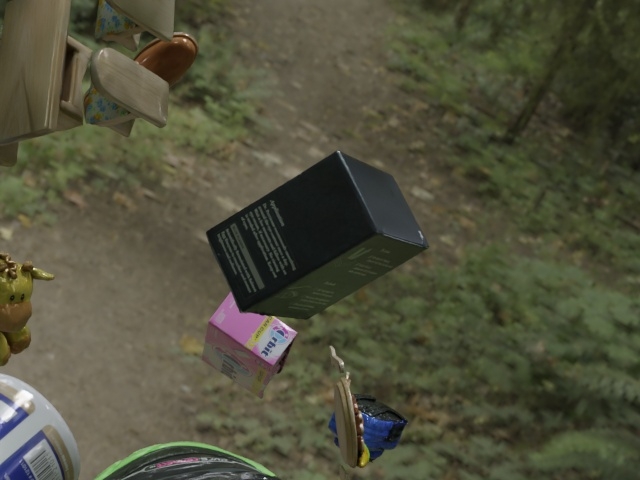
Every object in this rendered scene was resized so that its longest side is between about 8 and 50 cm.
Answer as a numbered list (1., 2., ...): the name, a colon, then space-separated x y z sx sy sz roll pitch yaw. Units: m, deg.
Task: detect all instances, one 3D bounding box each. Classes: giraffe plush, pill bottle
1. giraffe plush: -0.497 0.088 1.880 0.181 0.170 0.210 -39 107 -49
2. pill bottle: -0.362 0.254 1.148 0.153 0.153 0.264 32 43 15

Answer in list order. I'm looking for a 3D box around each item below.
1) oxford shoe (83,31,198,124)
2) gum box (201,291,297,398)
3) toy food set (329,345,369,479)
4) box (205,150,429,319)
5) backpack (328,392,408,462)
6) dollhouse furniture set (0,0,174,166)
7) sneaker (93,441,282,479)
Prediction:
1. oxford shoe: -0.273 -0.239 1.886 0.076 0.212 0.076 49 15 -25
2. gum box: -0.104 0.151 1.735 0.107 0.062 0.188 34 -23 6
3. toy food set: 0.045 0.244 1.672 0.038 0.192 0.132 -6 5 -7
4. box: 0.000 0.000 1.206 0.093 0.158 0.156 64 17 15
5. backpack: 0.071 0.306 2.007 0.098 0.101 0.120 24 1 30
6. dollhouse furniture set: -0.420 -0.335 1.708 0.362 0.394 0.256 -9 -21 31
7. sneaker: -0.188 0.316 0.859 0.202 0.483 0.185 -16 -62 52
